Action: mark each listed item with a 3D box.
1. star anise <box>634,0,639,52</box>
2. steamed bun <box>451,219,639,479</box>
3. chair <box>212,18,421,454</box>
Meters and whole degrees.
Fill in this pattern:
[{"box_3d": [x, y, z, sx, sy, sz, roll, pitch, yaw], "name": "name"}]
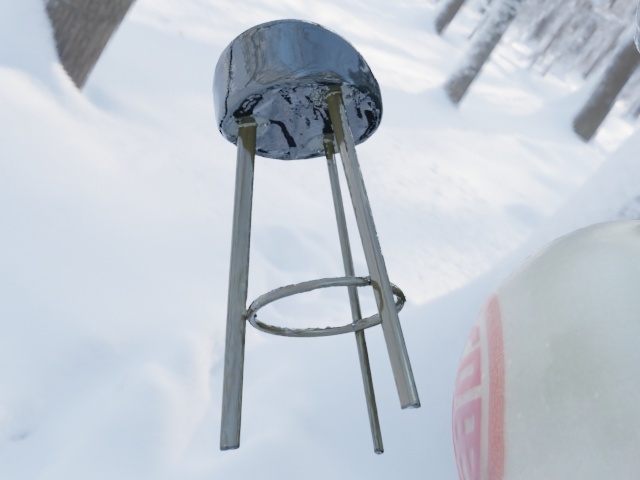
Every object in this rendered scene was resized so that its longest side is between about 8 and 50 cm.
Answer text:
[{"box_3d": [0.346, -0.305, 0.872, 0.139, 0.316, 0.359, 0, 46, -39], "name": "star anise"}, {"box_3d": [0.179, 0.123, 0.680, 0.177, 0.283, 0.283, 2, 17, 4], "name": "steamed bun"}, {"box_3d": [-0.001, 0.000, 0.529, 0.095, 0.104, 0.222, 34, 45, -63], "name": "chair"}]
